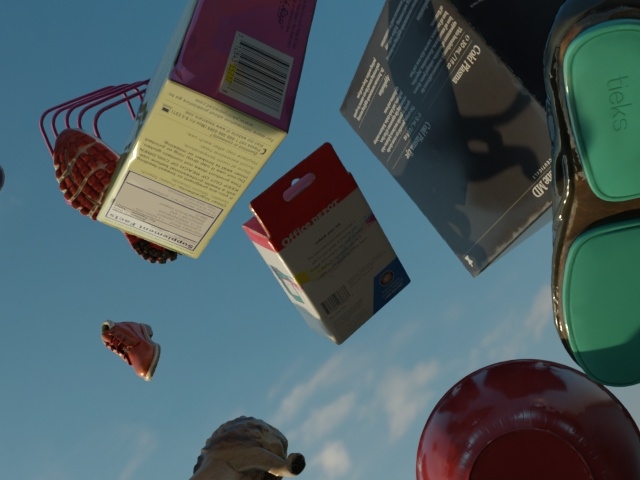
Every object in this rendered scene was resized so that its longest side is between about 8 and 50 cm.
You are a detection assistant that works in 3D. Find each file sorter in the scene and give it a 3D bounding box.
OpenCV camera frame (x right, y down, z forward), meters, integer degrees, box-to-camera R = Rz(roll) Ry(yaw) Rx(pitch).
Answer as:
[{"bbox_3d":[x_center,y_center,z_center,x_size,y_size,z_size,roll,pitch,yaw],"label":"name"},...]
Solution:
[{"bbox_3d":[-0.355,-0.181,1.538,0.202,0.291,0.182,-31,-67,-30],"label":"file sorter"}]

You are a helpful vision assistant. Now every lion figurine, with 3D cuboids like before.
[{"bbox_3d":[-0.163,0.387,1.214,0.392,0.240,0.142,-31,-67,-42],"label":"lion figurine"}]

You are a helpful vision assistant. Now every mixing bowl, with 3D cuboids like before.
[{"bbox_3d":[0.153,0.178,0.627,0.181,0.181,0.098,-60,-16,0],"label":"mixing bowl"}]

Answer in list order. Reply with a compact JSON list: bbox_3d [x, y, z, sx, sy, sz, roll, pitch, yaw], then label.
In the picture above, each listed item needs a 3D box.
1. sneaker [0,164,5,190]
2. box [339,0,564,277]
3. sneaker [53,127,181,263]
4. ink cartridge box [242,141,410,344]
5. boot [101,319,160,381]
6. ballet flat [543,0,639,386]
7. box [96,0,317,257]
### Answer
[{"bbox_3d":[-0.533,-0.043,1.220,0.080,0.081,0.211,52,-124,-18],"label":"sneaker"},{"bbox_3d":[0.217,-0.172,1.076,0.179,0.312,0.343,-32,-12,-23],"label":"box"},{"bbox_3d":[-0.265,-0.062,1.114,0.088,0.092,0.225,-33,-51,5],"label":"sneaker"},{"bbox_3d":[0.000,0.000,1.065,0.134,0.078,0.231,-40,-61,-16],"label":"ink cartridge box"},{"bbox_3d":[-0.308,0.174,1.370,0.085,0.158,0.059,20,-81,-29],"label":"boot"},{"bbox_3d":[0.190,-0.035,0.536,0.096,0.095,0.280,-78,-20,-52],"label":"ballet flat"},{"bbox_3d":[-0.116,-0.140,0.879,0.243,0.117,0.213,-46,27,48],"label":"box"}]
